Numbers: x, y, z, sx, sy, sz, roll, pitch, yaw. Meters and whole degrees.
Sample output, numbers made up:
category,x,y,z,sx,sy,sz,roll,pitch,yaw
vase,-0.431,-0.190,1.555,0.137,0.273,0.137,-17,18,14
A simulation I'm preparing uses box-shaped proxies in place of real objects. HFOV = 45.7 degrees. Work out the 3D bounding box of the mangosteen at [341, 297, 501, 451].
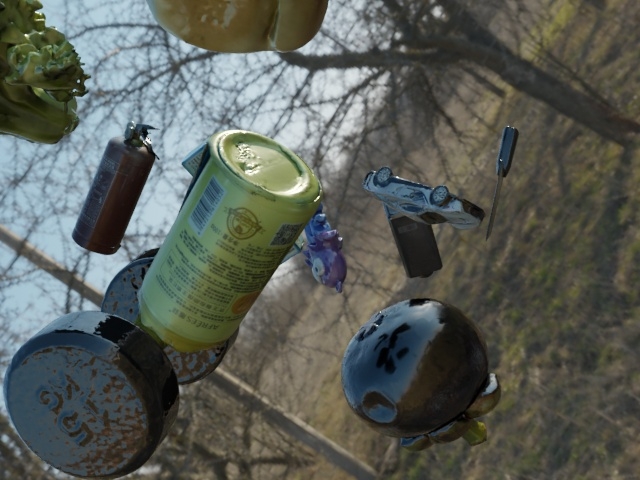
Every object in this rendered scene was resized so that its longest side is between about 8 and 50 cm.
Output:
category,x,y,z,sx,sy,sz,roll,pitch,yaw
mangosteen,0.190,0.252,1.359,0.275,0.302,0.275,-42,5,5

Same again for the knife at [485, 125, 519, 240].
category,x,y,z,sx,sy,sz,roll,pitch,yaw
knife,0.309,-0.101,1.315,0.060,0.028,0.230,63,-139,-64

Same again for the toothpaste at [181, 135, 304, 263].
category,x,y,z,sx,sy,sz,roll,pitch,yaw
toothpaste,-0.137,-0.069,1.393,0.065,0.266,0.050,-33,20,23

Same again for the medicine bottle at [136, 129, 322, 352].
category,x,y,z,sx,sy,sz,roll,pitch,yaw
medicine bottle,-0.101,0.010,0.783,0.239,0.124,0.124,-56,-1,32

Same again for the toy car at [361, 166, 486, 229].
category,x,y,z,sx,sy,sz,roll,pitch,yaw
toy car,0.069,-0.025,0.514,0.041,0.093,0.025,29,-93,-45

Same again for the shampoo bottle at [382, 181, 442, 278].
category,x,y,z,sx,sy,sz,roll,pitch,yaw
shampoo bottle,0.192,-0.007,1.556,0.246,0.080,0.079,66,-170,-48

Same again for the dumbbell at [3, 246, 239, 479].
category,x,y,z,sx,sy,sz,roll,pitch,yaw
dumbbell,-0.248,0.150,1.019,0.203,0.204,0.322,-57,0,22

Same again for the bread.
category,x,y,z,sx,sy,sz,roll,pitch,yaw
bread,-0.144,-0.509,1.313,0.376,0.348,0.252,99,180,-57

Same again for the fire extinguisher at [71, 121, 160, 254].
category,x,y,z,sx,sy,sz,roll,pitch,yaw
fire extinguisher,-0.375,-0.107,1.427,0.268,0.105,0.105,-63,-3,15

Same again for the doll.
category,x,y,z,sx,sy,sz,roll,pitch,yaw
doll,0.000,0.000,1.220,0.067,0.205,0.110,-12,-36,-11

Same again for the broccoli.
category,x,y,z,sx,sy,sz,roll,pitch,yaw
broccoli,-0.430,-0.203,0.915,0.293,0.281,0.347,-44,42,13
